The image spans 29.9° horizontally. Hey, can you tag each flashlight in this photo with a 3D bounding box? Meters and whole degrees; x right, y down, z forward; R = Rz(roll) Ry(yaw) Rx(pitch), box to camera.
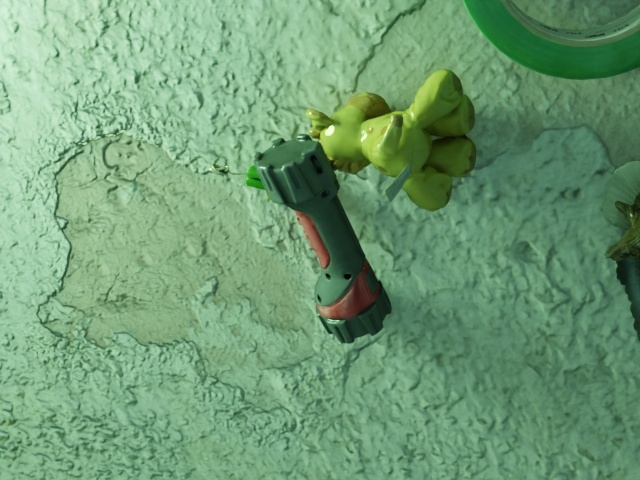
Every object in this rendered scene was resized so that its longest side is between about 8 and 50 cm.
[{"bbox_3d":[0.000,0.000,1.605,0.103,0.103,0.304,-36,124,-12],"label":"flashlight"}]

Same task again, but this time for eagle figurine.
[{"bbox_3d":[0.491,0.049,1.562,0.226,0.225,0.298,8,157,49],"label":"eagle figurine"}]

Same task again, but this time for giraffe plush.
[{"bbox_3d":[0.080,-0.130,1.562,0.171,0.210,0.181,16,127,37],"label":"giraffe plush"}]

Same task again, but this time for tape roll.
[{"bbox_3d":[0.320,-0.358,1.448,0.321,0.077,0.321,1,110,3],"label":"tape roll"}]

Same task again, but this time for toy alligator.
[{"bbox_3d":[-0.059,-0.087,1.646,0.190,0.056,0.051,21,113,1],"label":"toy alligator"}]
